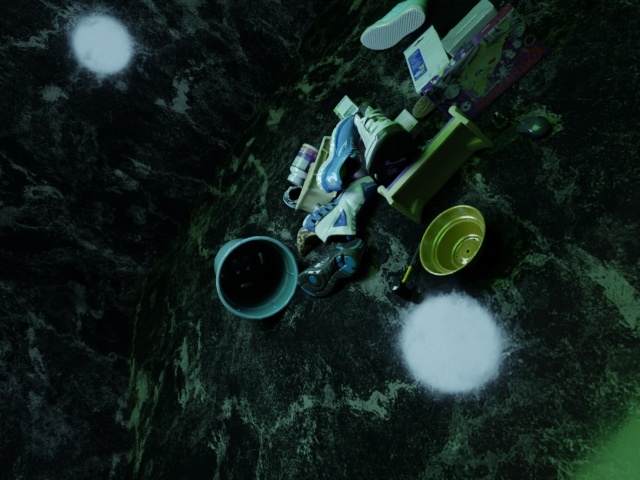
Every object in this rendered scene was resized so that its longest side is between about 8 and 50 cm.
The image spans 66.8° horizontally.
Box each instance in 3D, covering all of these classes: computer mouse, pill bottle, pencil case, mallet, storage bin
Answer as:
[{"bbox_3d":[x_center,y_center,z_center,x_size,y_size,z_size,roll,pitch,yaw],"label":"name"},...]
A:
[{"bbox_3d":[0.588,-0.355,1.449,0.071,0.041,0.242,-56,30,8],"label":"computer mouse"},{"bbox_3d":[-0.081,-0.364,2.373,0.193,0.108,0.108,-62,31,-2],"label":"pill bottle"},{"bbox_3d":[0.190,-0.383,1.976,0.124,0.124,0.283,-7,59,54],"label":"pencil case"},{"bbox_3d":[0.287,0.096,1.521,0.039,0.062,0.189,1,51,55],"label":"mallet"},{"bbox_3d":[0.011,-0.268,2.044,0.262,0.123,0.260,128,161,-70],"label":"storage bin"}]

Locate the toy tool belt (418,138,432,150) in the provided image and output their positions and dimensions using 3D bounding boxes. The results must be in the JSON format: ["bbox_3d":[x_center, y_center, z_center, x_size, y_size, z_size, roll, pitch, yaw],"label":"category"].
[{"bbox_3d":[0.391,-0.333,1.707,0.083,0.051,0.052,-29,42,40],"label":"toy tool belt"}]

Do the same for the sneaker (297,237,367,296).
[{"bbox_3d":[0.047,0.106,1.811,0.341,0.125,0.139,-31,15,43],"label":"sneaker"}]

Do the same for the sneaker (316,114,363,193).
[{"bbox_3d":[0.111,-0.326,1.841,0.147,0.130,0.329,9,75,41],"label":"sneaker"}]

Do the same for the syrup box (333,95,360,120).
[{"bbox_3d":[0.151,-0.568,2.217,0.093,0.096,0.236,-49,31,17],"label":"syrup box"}]

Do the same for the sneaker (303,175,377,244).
[{"bbox_3d":[0.110,-0.084,1.847,0.316,0.127,0.182,-37,71,-7],"label":"sneaker"}]

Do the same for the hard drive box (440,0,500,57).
[{"bbox_3d":[0.536,-0.620,1.562,0.181,0.232,0.089,-41,35,28],"label":"hard drive box"}]

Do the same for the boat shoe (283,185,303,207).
[{"bbox_3d":[-0.116,-0.213,2.299,0.108,0.102,0.301,-61,31,-2],"label":"boat shoe"}]

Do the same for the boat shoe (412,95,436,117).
[{"bbox_3d":[0.421,-0.536,1.837,0.178,0.064,0.060,-48,-1,14],"label":"boat shoe"}]

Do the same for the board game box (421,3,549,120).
[{"bbox_3d":[0.519,-0.539,1.544,0.347,0.208,0.056,-43,38,28],"label":"board game box"}]

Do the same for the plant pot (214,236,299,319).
[{"bbox_3d":[-0.308,0.135,2.100,0.340,0.341,0.334,-63,22,-5],"label":"plant pot"}]

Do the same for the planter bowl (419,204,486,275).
[{"bbox_3d":[0.394,0.015,1.369,0.217,0.090,0.217,-35,39,35],"label":"planter bowl"}]

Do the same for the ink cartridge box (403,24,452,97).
[{"bbox_3d":[0.439,-0.723,1.958,0.165,0.065,0.332,-38,39,33],"label":"ink cartridge box"}]

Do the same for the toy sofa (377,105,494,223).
[{"bbox_3d":[0.361,-0.251,1.587,0.362,0.150,0.177,-48,34,19],"label":"toy sofa"}]

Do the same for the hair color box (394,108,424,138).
[{"bbox_3d":[0.343,-0.451,1.888,0.072,0.043,0.141,-48,32,20],"label":"hair color box"}]

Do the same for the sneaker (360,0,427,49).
[{"bbox_3d":[0.357,-1.030,2.295,0.366,0.135,0.150,-7,51,43],"label":"sneaker"}]

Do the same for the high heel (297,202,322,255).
[{"bbox_3d":[0.000,0.000,1.994,0.186,0.093,0.261,43,126,29],"label":"high heel"}]

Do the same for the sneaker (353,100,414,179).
[{"bbox_3d":[0.179,-0.367,1.644,0.169,0.257,0.447,-28,-7,4],"label":"sneaker"}]
